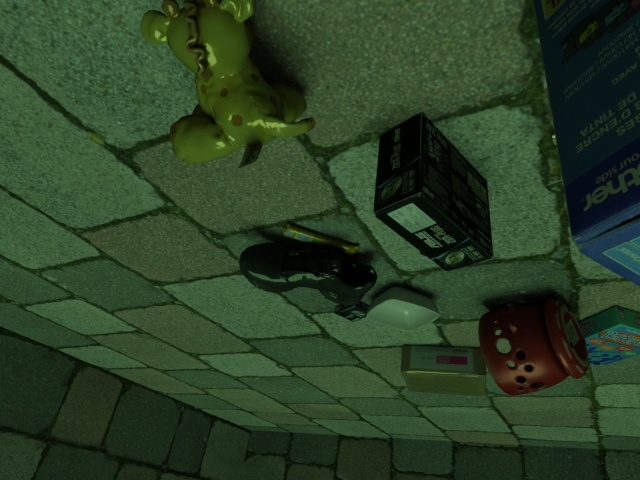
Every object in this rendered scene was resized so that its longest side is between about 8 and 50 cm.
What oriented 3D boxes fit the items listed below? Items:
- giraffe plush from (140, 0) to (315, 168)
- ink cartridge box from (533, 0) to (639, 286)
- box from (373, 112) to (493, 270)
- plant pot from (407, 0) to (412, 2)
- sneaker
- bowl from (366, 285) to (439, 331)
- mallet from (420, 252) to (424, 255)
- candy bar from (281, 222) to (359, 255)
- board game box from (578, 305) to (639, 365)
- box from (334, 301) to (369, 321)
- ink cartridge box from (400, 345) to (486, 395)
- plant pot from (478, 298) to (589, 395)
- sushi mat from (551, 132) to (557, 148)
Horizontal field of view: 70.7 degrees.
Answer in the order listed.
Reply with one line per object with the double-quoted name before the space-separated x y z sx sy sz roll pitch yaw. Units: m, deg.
"giraffe plush" -0.114 -0.194 0.523 0.181 0.210 0.170 -23 118 -5
"ink cartridge box" 0.328 -0.075 0.341 0.270 0.395 0.151 25 145 -15
"box" 0.165 -0.064 0.649 0.180 0.147 0.077 33 141 -33
"plant pot" 0.111 -0.278 0.400 0.081 0.081 0.083 -6 134 23
"sneaker" -0.018 0.052 0.912 0.286 0.109 0.130 10 157 -18
"bowl" 0.193 0.158 1.071 0.142 0.053 0.142 19 147 -15
"mallet" 0.223 -0.004 0.785 0.062 0.039 0.189 10 165 2
"candy bar" 0.000 0.000 0.910 0.161 0.018 0.040 18 148 -13
"board game box" 0.676 0.230 1.060 0.160 0.047 0.210 16 146 -10
"box" 0.087 0.182 1.167 0.067 0.018 0.083 29 142 -27
"ink cartridge box" 0.371 0.391 1.352 0.235 0.088 0.193 -1 144 18
"plant pot" 0.469 0.230 0.986 0.174 0.191 0.191 -24 134 38
"sushi mat" 0.473 -0.149 0.556 0.316 0.019 0.151 -20 136 38
